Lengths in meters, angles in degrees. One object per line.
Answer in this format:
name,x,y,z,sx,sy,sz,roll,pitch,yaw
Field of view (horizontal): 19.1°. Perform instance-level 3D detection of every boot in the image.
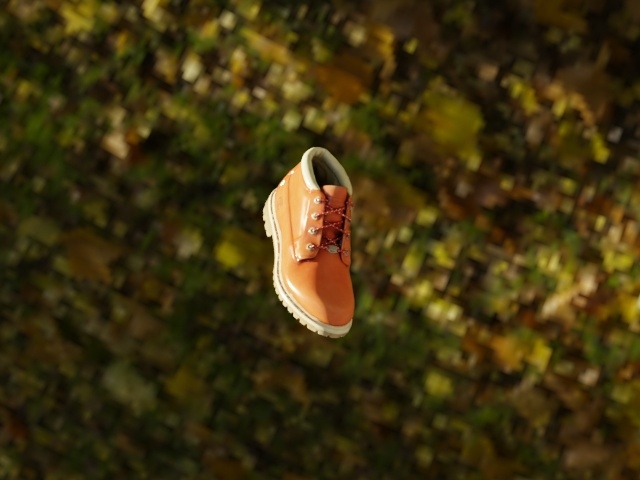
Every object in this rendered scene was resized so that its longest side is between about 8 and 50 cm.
boot,0.000,0.000,1.525,0.059,0.158,0.084,6,139,-30
